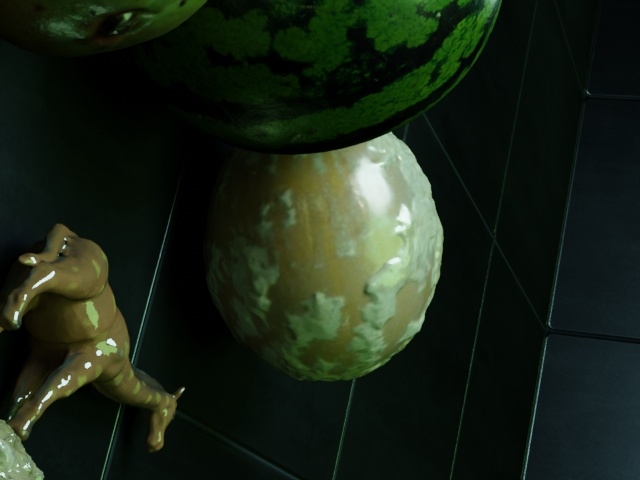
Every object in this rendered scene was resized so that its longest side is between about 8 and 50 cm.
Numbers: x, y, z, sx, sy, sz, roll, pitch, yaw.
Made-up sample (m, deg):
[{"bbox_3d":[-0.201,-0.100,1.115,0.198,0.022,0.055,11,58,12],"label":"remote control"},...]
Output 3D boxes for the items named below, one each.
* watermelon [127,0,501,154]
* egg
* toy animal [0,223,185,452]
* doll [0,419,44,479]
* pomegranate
[{"bbox_3d":[-0.008,-0.206,0.905,0.285,0.285,0.285,5,90,-68],"label":"watermelon"},{"bbox_3d":[0.000,0.000,1.062,0.203,0.203,0.245,-44,131,-59],"label":"egg"},{"bbox_3d":[-0.156,0.087,0.872,0.230,0.066,0.224,-51,141,-62],"label":"toy animal"},{"bbox_3d":[-0.198,0.192,0.734,0.115,0.105,0.221,-55,142,-63],"label":"doll"},{"bbox_3d":[-0.141,-0.209,0.726,0.180,0.180,0.210,39,31,-65],"label":"pomegranate"}]
